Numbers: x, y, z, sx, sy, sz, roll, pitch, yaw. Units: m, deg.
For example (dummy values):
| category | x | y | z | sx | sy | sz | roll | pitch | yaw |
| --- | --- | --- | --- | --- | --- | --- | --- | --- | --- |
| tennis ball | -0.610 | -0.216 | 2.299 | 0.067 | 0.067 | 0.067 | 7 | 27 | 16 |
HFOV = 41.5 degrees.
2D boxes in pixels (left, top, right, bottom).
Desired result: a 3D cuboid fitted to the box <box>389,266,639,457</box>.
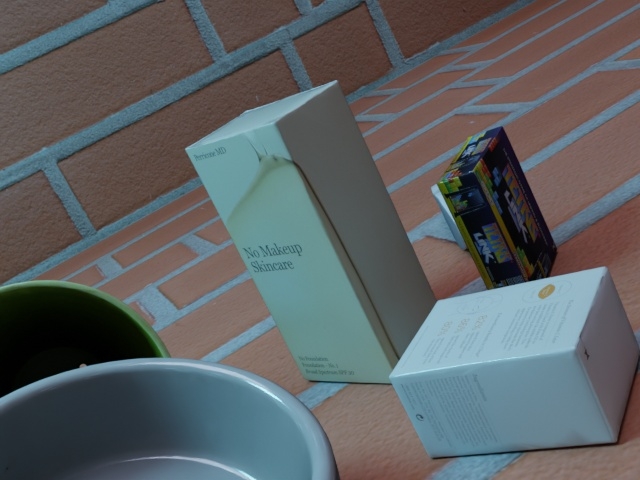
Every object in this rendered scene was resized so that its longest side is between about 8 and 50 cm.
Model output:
| category | x | y | z | sx | sy | sz | roll | pitch | yaw |
| --- | --- | --- | --- | --- | --- | --- | --- | --- | --- |
| box | 0.169 | 0.107 | 0.730 | 0.170 | 0.091 | 0.130 | -15 | 19 | 36 |

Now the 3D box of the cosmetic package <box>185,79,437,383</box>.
| category | x | y | z | sx | sy | sz | roll | pitch | yaw |
| --- | --- | --- | --- | --- | --- | --- | --- | --- | --- |
| cosmetic package | 0.000 | 0.000 | 0.931 | 0.160 | 0.309 | 0.113 | -9 | 24 | 47 |

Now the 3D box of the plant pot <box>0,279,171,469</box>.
| category | x | y | z | sx | sy | sz | roll | pitch | yaw |
| --- | --- | --- | --- | --- | --- | --- | --- | --- | --- |
| plant pot | -0.304 | 0.190 | 0.974 | 0.274 | 0.275 | 0.293 | -30 | 1 | -13 |

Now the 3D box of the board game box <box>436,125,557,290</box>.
| category | x | y | z | sx | sy | sz | roll | pitch | yaw |
| --- | --- | --- | --- | --- | --- | --- | --- | --- | --- |
| board game box | 0.203 | -0.024 | 0.945 | 0.048 | 0.170 | 0.141 | -18 | 18 | 33 |

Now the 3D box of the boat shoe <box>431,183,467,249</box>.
| category | x | y | z | sx | sy | sz | roll | pitch | yaw |
| --- | --- | --- | --- | --- | --- | --- | --- | --- | --- |
| boat shoe | 0.210 | -0.050 | 1.201 | 0.076 | 0.080 | 0.228 | -26 | 8 | 8 |

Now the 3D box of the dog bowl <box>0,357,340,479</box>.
| category | x | y | z | sx | sy | sz | roll | pitch | yaw |
| --- | --- | --- | --- | --- | --- | --- | --- | --- | --- |
| dog bowl | -0.141 | 0.208 | 0.628 | 0.348 | 0.102 | 0.349 | 0 | 25 | 0 |
